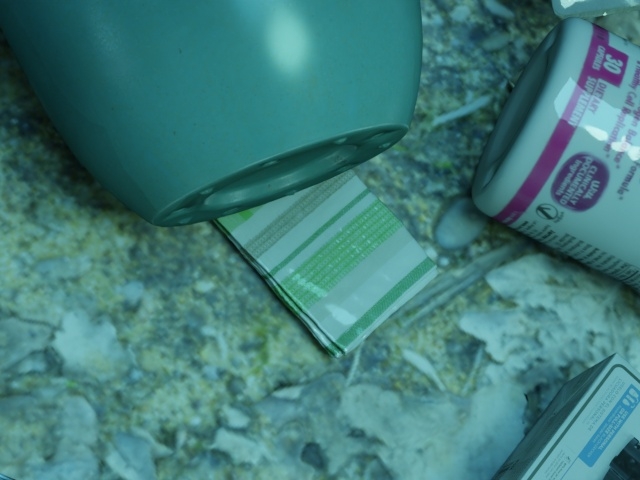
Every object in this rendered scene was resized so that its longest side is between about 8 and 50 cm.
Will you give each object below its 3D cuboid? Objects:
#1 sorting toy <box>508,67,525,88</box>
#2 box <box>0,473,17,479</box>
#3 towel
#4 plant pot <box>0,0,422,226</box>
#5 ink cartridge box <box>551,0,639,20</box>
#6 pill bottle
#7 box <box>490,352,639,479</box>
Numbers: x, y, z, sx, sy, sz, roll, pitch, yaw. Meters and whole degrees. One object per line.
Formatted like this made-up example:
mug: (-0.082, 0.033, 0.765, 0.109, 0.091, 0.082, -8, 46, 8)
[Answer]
sorting toy: (0.193, -0.108, 1.295, 0.062, 0.012, 0.083, -35, 83, -25)
box: (-0.275, 0.224, 1.001, 0.114, 0.036, 0.207, 23, 65, -9)
towel: (0.000, 0.000, 1.189, 0.113, 0.023, 0.152, -39, 84, -28)
plant pot: (-0.066, -0.147, 1.083, 0.293, 0.293, 0.235, -18, 84, -23)
ink cartridge box: (0.287, -0.321, 1.293, 0.310, 0.130, 0.271, -9, 94, -9)
pill bottle: (0.270, -0.035, 1.203, 0.283, 0.160, 0.160, 26, 64, -4)
box: (0.253, 0.239, 1.142, 0.290, 0.087, 0.169, 43, 63, 1)
